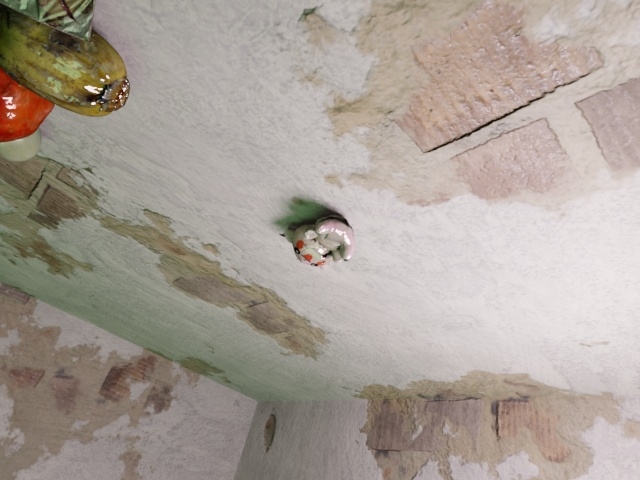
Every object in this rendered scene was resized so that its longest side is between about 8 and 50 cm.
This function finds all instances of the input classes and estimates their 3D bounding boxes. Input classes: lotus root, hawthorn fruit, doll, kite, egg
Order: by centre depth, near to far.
[{"bbox_3d":[-0.411,-0.417,0.608,0.229,0.012,0.250,-22,116,12],"label":"kite"},{"bbox_3d":[-0.467,-0.322,0.719,0.278,0.154,0.154,27,145,-16],"label":"lotus root"},{"bbox_3d":[-0.617,-0.267,0.763,0.208,0.243,0.207,-8,125,-11],"label":"hawthorn fruit"},{"bbox_3d":[-0.699,-0.245,0.946,0.114,0.114,0.152,19,144,-4],"label":"egg"},{"bbox_3d":[0.000,0.000,1.024,0.149,0.095,0.192,39,143,-20],"label":"doll"}]
